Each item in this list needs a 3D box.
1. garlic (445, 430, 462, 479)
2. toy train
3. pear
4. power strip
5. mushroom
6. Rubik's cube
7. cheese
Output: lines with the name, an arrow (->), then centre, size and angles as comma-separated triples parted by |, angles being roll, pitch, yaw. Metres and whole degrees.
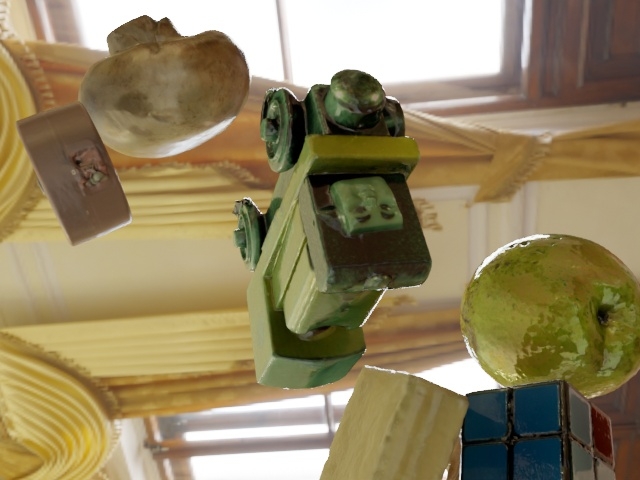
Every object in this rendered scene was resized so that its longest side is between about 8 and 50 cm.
garlic -> 0.329, 0.440, 1.252 | 0.203, 0.185, 0.281 | 49, -161, -17
toy train -> 0.000, 0.000, 0.801 | 0.397, 0.160, 0.253 | 116, 148, -54
pear -> 0.500, 0.165, 1.446 | 0.391, 0.391, 0.390 | -4, -90, -86
power strip -> -0.274, -0.074, 0.771 | 0.154, 0.078, 0.154 | 55, 160, 32
mushroom -> -0.214, -0.213, 0.973 | 0.184, 0.255, 0.255 | 56, -176, 0
Rubik's cube -> 0.334, 0.332, 1.065 | 0.180, 0.183, 0.167 | 36, -130, -34
cheese -> 0.099, 0.341, 1.079 | 0.242, 0.124, 0.265 | 146, 147, -76
